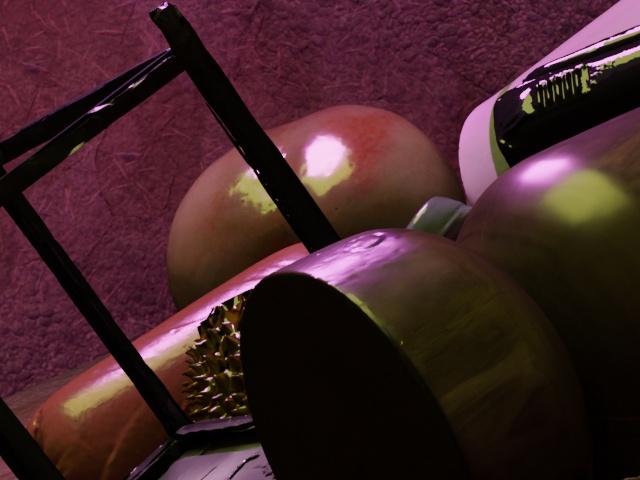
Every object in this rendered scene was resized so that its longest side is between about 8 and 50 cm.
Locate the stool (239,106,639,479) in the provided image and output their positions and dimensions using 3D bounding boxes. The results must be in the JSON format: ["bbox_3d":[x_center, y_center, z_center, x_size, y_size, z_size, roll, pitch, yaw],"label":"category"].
[{"bbox_3d":[0.119,0.047,0.854,0.264,0.179,0.179,-24,4,-28],"label":"stool"}]

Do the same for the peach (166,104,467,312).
[{"bbox_3d":[0.001,0.000,1.697,0.292,0.247,0.292,-40,18,16],"label":"peach"}]

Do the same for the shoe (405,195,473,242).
[{"bbox_3d":[0.110,0.053,1.394,0.103,0.100,0.251,-46,-23,-10],"label":"shoe"}]

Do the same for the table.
[{"bbox_3d":[-0.146,0.070,1.035,0.222,0.272,0.335,-42,13,-29],"label":"table"}]

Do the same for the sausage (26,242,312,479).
[{"bbox_3d":[-0.093,0.115,1.459,0.304,0.121,0.121,-32,7,-25],"label":"sausage"}]

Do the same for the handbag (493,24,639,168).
[{"bbox_3d":[0.287,-0.067,1.308,0.275,0.244,0.088,-23,40,23],"label":"handbag"}]

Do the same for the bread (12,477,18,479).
[{"bbox_3d":[-0.174,0.186,1.560,0.172,0.064,0.232,-22,4,46],"label":"bread"}]

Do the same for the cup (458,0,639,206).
[{"bbox_3d":[0.283,-0.095,1.666,0.274,0.253,0.253,-29,-2,41],"label":"cup"}]

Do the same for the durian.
[{"bbox_3d":[-0.009,0.092,1.331,0.193,0.138,0.237,-22,2,-7],"label":"durian"}]

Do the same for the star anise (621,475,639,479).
[{"bbox_3d":[0.153,0.106,0.654,0.182,0.065,0.195,-19,-6,19],"label":"star anise"}]
